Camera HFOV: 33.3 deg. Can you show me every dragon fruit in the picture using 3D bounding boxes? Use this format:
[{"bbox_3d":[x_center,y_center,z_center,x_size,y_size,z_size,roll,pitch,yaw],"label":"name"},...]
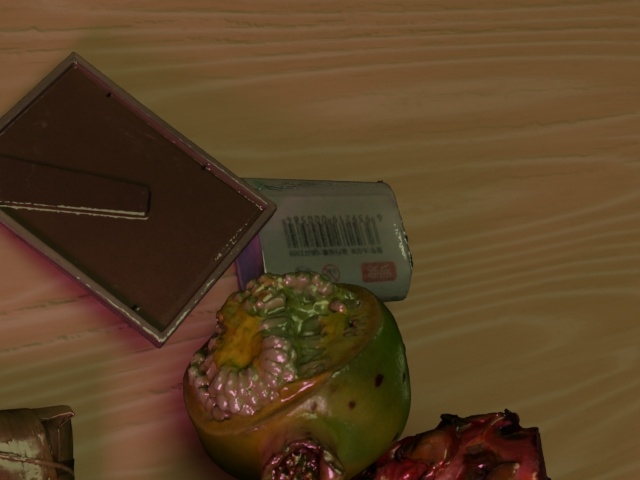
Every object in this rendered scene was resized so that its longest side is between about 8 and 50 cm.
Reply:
[{"bbox_3d":[0.140,0.365,1.243,0.263,0.314,0.296,-6,48,13],"label":"dragon fruit"}]

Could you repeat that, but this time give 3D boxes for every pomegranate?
[{"bbox_3d":[-0.023,0.182,1.189,0.260,0.260,0.340,26,33,-20],"label":"pomegranate"}]

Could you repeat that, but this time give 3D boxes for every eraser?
[{"bbox_3d":[0.000,0.000,1.404,0.227,0.081,0.174,-1,67,-31],"label":"eraser"}]

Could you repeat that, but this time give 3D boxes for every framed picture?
[{"bbox_3d":[-0.243,-0.055,1.267,0.324,0.020,0.240,36,61,1],"label":"framed picture"}]

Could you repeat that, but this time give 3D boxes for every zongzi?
[{"bbox_3d":[-0.329,0.260,1.098,0.160,0.078,0.176,1,73,-25],"label":"zongzi"}]
